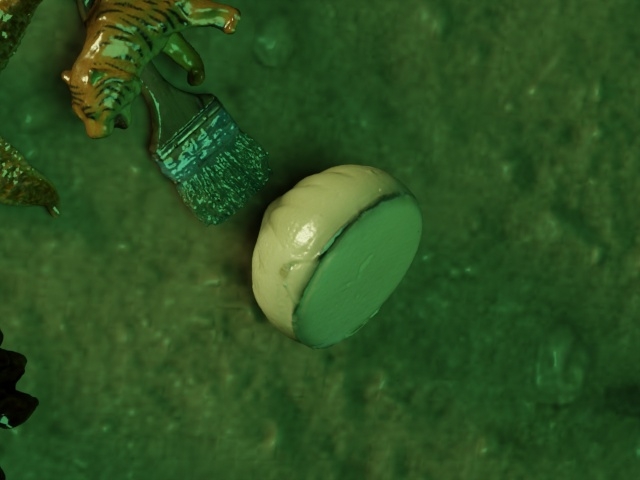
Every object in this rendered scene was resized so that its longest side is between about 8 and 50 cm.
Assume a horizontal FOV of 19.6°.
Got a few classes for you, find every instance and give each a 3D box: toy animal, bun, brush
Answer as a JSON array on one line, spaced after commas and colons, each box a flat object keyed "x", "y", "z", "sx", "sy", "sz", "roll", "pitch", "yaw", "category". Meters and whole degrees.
[{"x": -0.102, "y": -0.178, "z": 1.215, "sx": 0.099, "sy": 0.057, "sz": 0.241, "roll": 13, "pitch": 84, "yaw": -29, "category": "toy animal"}, {"x": 0.000, "y": 0.000, "z": 1.300, "sx": 0.138, "sy": 0.094, "sz": 0.138, "roll": -36, "pitch": 148, "yaw": -27, "category": "bun"}, {"x": -0.107, "y": -0.097, "z": 1.260, "sx": 0.070, "sy": 0.021, "sz": 0.196, "roll": -44, "pitch": 116, "yaw": -15, "category": "brush"}]

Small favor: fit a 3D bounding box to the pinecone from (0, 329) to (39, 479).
[{"x": -0.319, "y": 0.127, "z": 1.094, "sx": 0.246, "sy": 0.246, "sz": 0.292, "roll": 34, "pitch": 101, "yaw": -29, "category": "pinecone"}]

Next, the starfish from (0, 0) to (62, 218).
[{"x": -0.278, "y": -0.109, "z": 1.155, "sx": 0.295, "sy": 0.048, "sz": 0.231, "roll": 13, "pitch": 106, "yaw": -26, "category": "starfish"}]
